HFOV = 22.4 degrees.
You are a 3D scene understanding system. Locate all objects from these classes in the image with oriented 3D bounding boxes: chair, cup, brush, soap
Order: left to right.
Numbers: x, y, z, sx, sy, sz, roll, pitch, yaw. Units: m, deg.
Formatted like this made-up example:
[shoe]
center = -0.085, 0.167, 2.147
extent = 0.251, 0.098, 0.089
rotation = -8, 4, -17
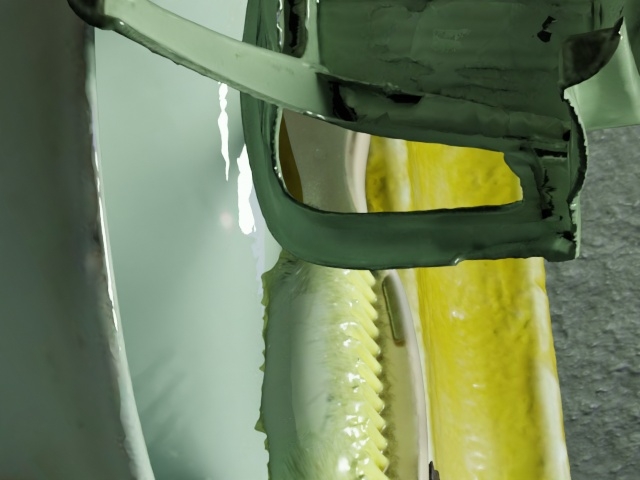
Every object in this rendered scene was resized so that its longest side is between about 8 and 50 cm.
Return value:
[cup]
center = -0.119, -0.012, 0.647
extent = 0.347, 0.163, 0.347
rotation = -5, 90, -83
[soap]
center = -0.013, 0.078, 0.901
extent = 0.156, 0.293, 0.335
rotation = 25, 50, -39
[brush]
center = 0.001, -0.001, 0.716
extent = 0.067, 0.072, 0.313
rotation = 52, 29, -51
[chair]
center = 0.021, -0.105, 0.557
extent = 0.275, 0.190, 0.203
rotation = 39, 50, -70
